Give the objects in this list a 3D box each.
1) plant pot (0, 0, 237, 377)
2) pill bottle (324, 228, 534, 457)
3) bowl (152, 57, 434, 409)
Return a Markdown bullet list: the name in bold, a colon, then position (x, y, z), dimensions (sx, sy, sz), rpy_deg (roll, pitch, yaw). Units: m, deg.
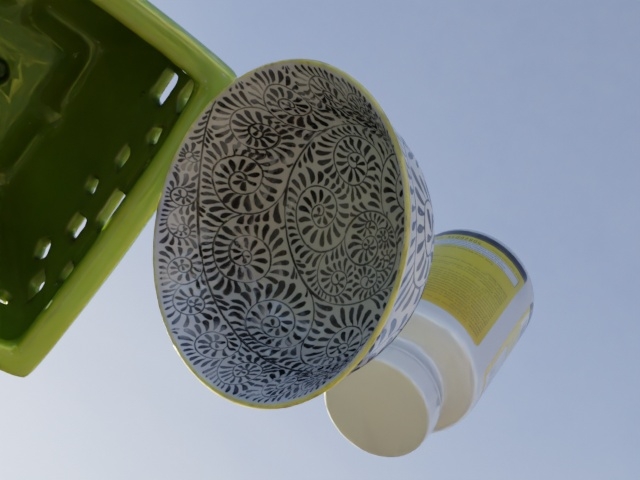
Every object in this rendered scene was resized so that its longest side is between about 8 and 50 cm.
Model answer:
- **plant pot**: position (-0.211, -0.090, 0.724), dimensions (0.228, 0.207, 0.227), rpy_deg (34, -82, -20)
- **pill bottle**: position (0.076, 0.070, 0.830), dimensions (0.103, 0.184, 0.103), rpy_deg (12, -62, 24)
- **bowl**: position (0.000, 0.000, 0.600), dimensions (0.170, 0.170, 0.080), rpy_deg (-17, -18, 38)
